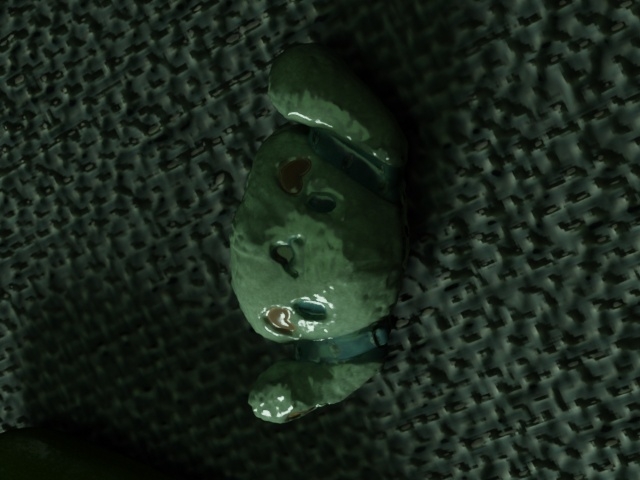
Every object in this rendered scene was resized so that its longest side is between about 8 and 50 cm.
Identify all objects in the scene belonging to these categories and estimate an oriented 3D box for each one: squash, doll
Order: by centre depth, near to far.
[{"bbox_3d":[0.000,0.000,1.048,0.103,0.071,0.214,12,105,18],"label":"doll"},{"bbox_3d":[-0.094,0.193,1.178,0.341,0.094,0.095,23,119,32],"label":"squash"}]
